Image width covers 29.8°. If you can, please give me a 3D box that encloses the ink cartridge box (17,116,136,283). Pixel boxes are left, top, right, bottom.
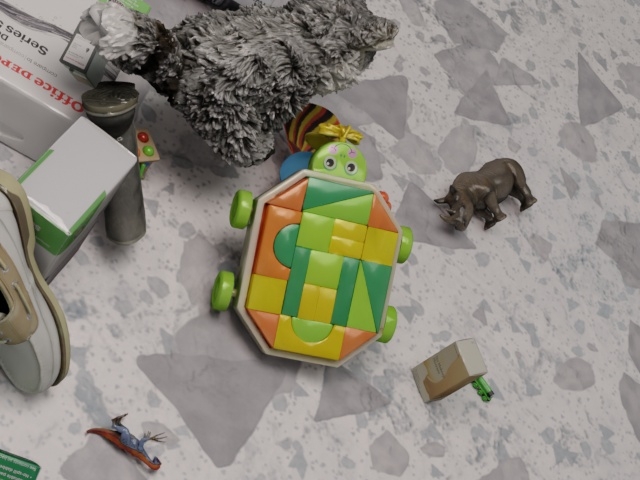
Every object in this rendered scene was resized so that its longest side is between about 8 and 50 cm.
[{"bbox_3d":[-0.338,-0.024,1.493,0.092,0.219,0.160,38,46,-5],"label":"ink cartridge box"}]

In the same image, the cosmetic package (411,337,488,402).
[{"bbox_3d":[0.193,0.196,1.806,0.041,0.115,0.060,-6,66,-38],"label":"cosmetic package"}]

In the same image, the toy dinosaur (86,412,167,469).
[{"bbox_3d":[-0.238,0.259,1.521,0.090,0.047,0.082,-23,85,-9],"label":"toy dinosaur"}]

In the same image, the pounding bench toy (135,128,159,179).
[{"bbox_3d":[-0.263,-0.109,1.705,0.052,0.065,0.083,-9,68,-39],"label":"pounding bench toy"}]

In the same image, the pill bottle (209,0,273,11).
[{"bbox_3d":[-0.183,-0.464,1.946,0.245,0.130,0.130,28,49,-18],"label":"pill bottle"}]

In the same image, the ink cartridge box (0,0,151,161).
[{"bbox_3d":[-0.382,-0.263,1.683,0.198,0.115,0.273,30,49,-17],"label":"ink cartridge box"}]

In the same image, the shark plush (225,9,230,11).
[{"bbox_3d":[-0.158,-0.302,1.903,0.073,0.067,0.161,39,47,-9],"label":"shark plush"}]

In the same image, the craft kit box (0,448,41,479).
[{"bbox_3d":[-0.453,0.305,1.241,0.249,0.061,0.247,25,80,-21],"label":"craft kit box"}]

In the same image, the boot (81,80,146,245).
[{"bbox_3d":[-0.268,-0.095,1.573,0.076,0.209,0.190,5,14,1],"label":"boot"}]

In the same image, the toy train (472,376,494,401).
[{"bbox_3d":[0.246,0.217,1.895,0.017,0.023,0.083,-31,82,-44],"label":"toy train"}]

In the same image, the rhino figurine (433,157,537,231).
[{"bbox_3d":[0.279,-0.075,2.073,0.243,0.073,0.106,-24,82,-41],"label":"rhino figurine"}]

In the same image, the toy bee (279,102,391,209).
[{"bbox_3d":[0.026,-0.076,1.833,0.162,0.195,0.298,-7,83,8],"label":"toy bee"}]

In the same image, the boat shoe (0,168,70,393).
[{"bbox_3d":[-0.377,0.067,1.393,0.103,0.113,0.302,-52,141,-47],"label":"boat shoe"}]

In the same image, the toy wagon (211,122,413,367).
[{"bbox_3d":[0.000,0.000,1.712,0.267,0.068,0.345,12,89,-17],"label":"toy wagon"}]

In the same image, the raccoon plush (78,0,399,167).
[{"bbox_3d":[-0.078,-0.272,1.634,0.216,0.299,0.446,55,13,14],"label":"raccoon plush"}]
